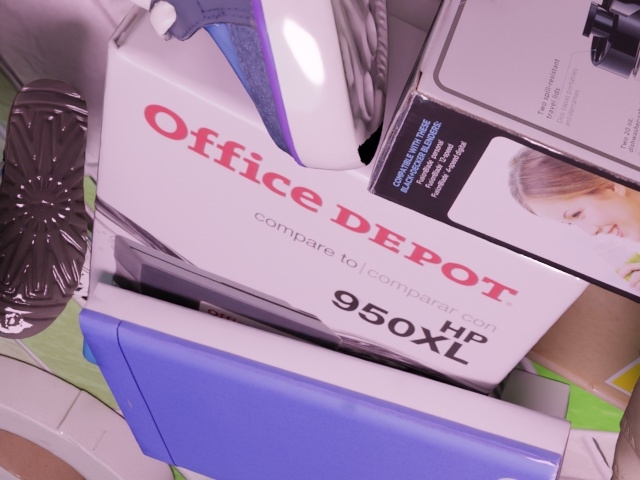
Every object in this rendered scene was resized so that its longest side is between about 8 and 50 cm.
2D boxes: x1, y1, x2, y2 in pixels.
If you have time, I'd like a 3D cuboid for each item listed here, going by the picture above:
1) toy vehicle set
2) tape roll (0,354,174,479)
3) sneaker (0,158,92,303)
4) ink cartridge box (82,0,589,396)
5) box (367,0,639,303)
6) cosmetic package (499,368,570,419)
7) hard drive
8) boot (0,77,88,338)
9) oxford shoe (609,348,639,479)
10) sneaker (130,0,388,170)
[{"bbox_3d":[0.277,0.089,0.760,0.266,0.035,0.166,29,147,-3],"label":"toy vehicle set"},{"bbox_3d":[-0.396,0.300,1.491,0.391,0.072,0.392,19,145,14],"label":"tape roll"},{"bbox_3d":[-0.243,0.022,0.997,0.085,0.086,0.237,-7,135,39],"label":"sneaker"},{"bbox_3d":[0.000,0.000,0.718,0.285,0.166,0.395,26,146,2],"label":"ink cartridge box"},{"bbox_3d":[0.187,-0.054,0.497,0.289,0.169,0.087,22,150,-1],"label":"box"},{"bbox_3d":[0.184,0.226,0.958,0.060,0.099,0.239,14,145,17],"label":"cosmetic package"},{"bbox_3d":[0.003,0.140,0.718,0.318,0.040,0.210,15,146,17],"label":"hard drive"},{"bbox_3d":[-0.211,-0.026,0.767,0.076,0.190,0.208,15,174,-20],"label":"boot"},{"bbox_3d":[0.219,0.141,0.551,0.140,0.147,0.397,26,178,24],"label":"oxford shoe"},{"bbox_3d":[-0.111,-0.173,0.490,0.236,0.130,0.323,-10,105,18],"label":"sneaker"}]
